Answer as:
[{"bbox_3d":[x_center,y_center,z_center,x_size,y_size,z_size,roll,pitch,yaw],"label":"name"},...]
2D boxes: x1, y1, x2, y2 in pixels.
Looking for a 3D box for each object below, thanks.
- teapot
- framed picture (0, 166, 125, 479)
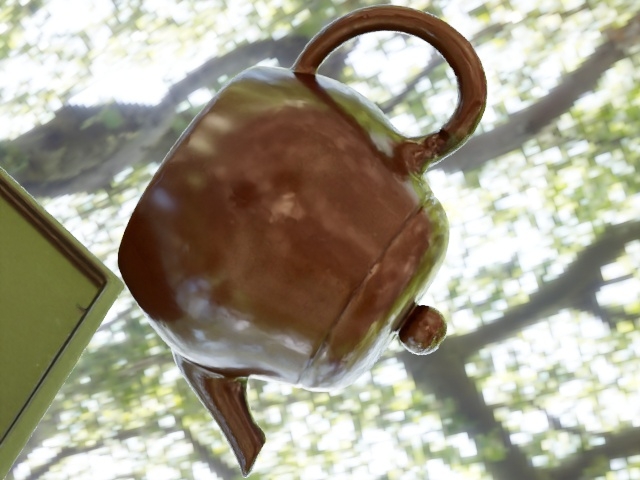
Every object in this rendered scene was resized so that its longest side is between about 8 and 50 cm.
[{"bbox_3d":[0.000,0.000,0.644,0.116,0.116,0.173,27,-78,-25],"label":"teapot"},{"bbox_3d":[-0.158,0.013,0.704,0.150,0.015,0.203,43,-155,-10],"label":"framed picture"}]
